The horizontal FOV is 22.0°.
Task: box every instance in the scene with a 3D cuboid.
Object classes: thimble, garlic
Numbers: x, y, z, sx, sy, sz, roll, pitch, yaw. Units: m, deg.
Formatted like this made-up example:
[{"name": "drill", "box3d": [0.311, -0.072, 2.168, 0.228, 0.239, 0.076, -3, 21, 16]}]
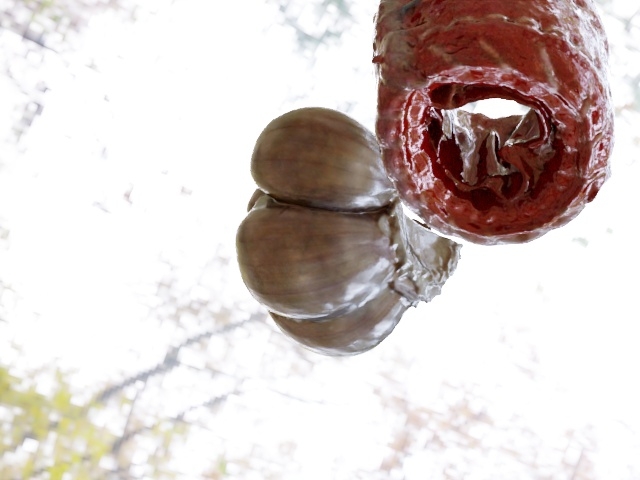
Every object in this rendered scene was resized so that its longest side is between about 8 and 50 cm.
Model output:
[{"name": "thimble", "box3d": [0.121, -0.096, 1.133, 0.163, 0.189, 0.125, -14, -137, 19]}, {"name": "garlic", "box3d": [0.000, 0.000, 1.477, 0.191, 0.214, 0.160, -4, -127, 32]}]
